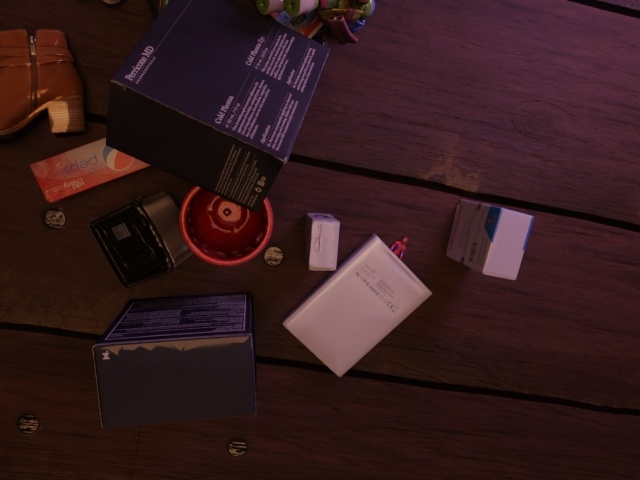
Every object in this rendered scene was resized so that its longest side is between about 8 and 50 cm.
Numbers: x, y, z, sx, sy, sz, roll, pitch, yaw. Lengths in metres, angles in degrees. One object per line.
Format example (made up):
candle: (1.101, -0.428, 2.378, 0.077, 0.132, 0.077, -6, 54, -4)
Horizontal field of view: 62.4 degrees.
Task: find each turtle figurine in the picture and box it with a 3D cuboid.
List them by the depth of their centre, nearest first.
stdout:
turtle figurine: (0.014, -0.530, 1.037, 0.266, 0.275, 0.198, -25, 70, -36)

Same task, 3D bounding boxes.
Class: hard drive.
hard drive: (0.088, 0.160, 1.275, 0.307, 0.040, 0.203, -44, 102, 8)

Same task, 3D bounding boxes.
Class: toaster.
toaster: (-0.378, -0.007, 1.143, 0.185, 0.110, 0.168, -20, 104, 29)

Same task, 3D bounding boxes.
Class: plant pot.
plant pot: (-0.200, -0.052, 1.150, 0.191, 0.174, 0.191, -1, 99, -7)

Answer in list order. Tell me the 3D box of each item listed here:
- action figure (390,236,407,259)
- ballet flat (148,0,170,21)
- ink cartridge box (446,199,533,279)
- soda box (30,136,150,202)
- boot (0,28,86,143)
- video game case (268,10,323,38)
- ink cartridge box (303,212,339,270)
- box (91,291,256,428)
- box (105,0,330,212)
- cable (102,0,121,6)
action figure: (0.177, 0.041, 1.290, 0.038, 0.030, 0.115, 33, 91, -8)
ballet flat: (-0.317, -0.571, 1.093, 0.096, 0.095, 0.280, 19, 100, 4)
ink cartridge box: (0.382, -0.007, 1.219, 0.086, 0.203, 0.148, 12, 98, -11)
soda box: (-0.470, -0.169, 1.143, 0.263, 0.083, 0.092, -22, 102, -4)
boot: (-0.633, -0.314, 1.066, 0.283, 0.109, 0.220, -12, 95, -20)
video game case: (-0.074, -0.592, 1.129, 0.285, 0.025, 0.204, 42, 92, -21)
ink cartridge box: (0.000, 0.000, 1.196, 0.063, 0.150, 0.109, 3, 99, -8)
box: (-0.288, 0.241, 1.127, 0.296, 0.294, 0.183, -3, 100, -6)
box: (-0.188, -0.284, 1.026, 0.312, 0.179, 0.343, 25, 54, -11)
cable: (-0.437, -0.644, 1.097, 0.139, 0.072, 0.287, -18, 114, -21)
